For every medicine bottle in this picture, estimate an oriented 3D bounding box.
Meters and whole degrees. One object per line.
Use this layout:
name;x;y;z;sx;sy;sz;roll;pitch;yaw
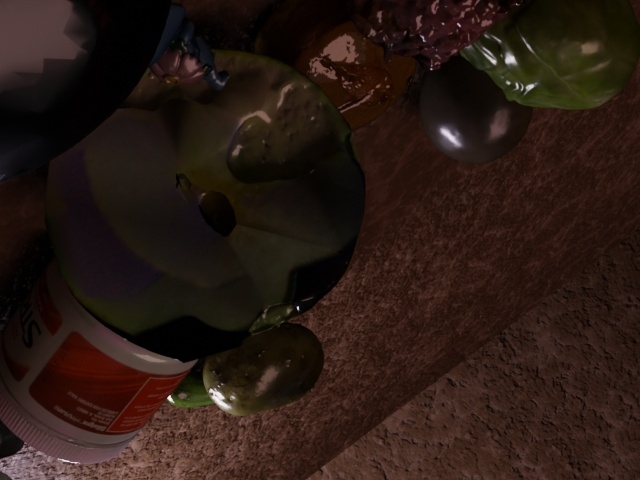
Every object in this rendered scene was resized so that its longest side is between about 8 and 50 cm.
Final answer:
medicine bottle;-0.319;0.152;1.606;0.241;0.252;0.252;-51;155;24

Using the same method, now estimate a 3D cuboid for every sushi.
sushi;0.133;-0.351;1.423;0.171;0.236;0.270;-43;-169;36

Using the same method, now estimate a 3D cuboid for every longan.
longan;0.261;-0.230;1.883;0.197;0.196;0.220;-29;152;-24

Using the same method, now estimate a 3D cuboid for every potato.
potato;-0.104;0.243;2.217;0.210;0.173;0.307;-55;157;14

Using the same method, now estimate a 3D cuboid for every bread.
bread;0.026;-0.248;1.548;0.195;0.142;0.270;-44;159;11

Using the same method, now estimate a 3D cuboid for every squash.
squash;-0.237;0.293;2.236;0.219;0.068;0.077;-5;106;-56

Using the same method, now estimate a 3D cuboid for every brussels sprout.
brussels sprout;0.316;-0.326;1.629;0.247;0.328;0.328;-40;158;-4

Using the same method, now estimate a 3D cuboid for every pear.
pear;-0.142;-0.056;1.443;0.399;0.399;0.165;-40;-176;1

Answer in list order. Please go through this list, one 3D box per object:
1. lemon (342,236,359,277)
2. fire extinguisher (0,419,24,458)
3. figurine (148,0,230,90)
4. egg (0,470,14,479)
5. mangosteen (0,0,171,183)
lemon;-0.085;-0.019;1.661;0.310;0.253;0.253;16;125;-35
fire extinguisher;-0.618;0.282;1.617;0.376;0.113;0.200;-16;105;-47
figurine;-0.175;-0.247;1.270;0.178;0.114;0.144;27;93;-43
egg;-0.576;0.490;1.750;0.283;0.283;0.345;-33;-165;-17
mangosteen;-0.282;-0.220;0.856;0.382;0.382;0.435;-49;173;20
